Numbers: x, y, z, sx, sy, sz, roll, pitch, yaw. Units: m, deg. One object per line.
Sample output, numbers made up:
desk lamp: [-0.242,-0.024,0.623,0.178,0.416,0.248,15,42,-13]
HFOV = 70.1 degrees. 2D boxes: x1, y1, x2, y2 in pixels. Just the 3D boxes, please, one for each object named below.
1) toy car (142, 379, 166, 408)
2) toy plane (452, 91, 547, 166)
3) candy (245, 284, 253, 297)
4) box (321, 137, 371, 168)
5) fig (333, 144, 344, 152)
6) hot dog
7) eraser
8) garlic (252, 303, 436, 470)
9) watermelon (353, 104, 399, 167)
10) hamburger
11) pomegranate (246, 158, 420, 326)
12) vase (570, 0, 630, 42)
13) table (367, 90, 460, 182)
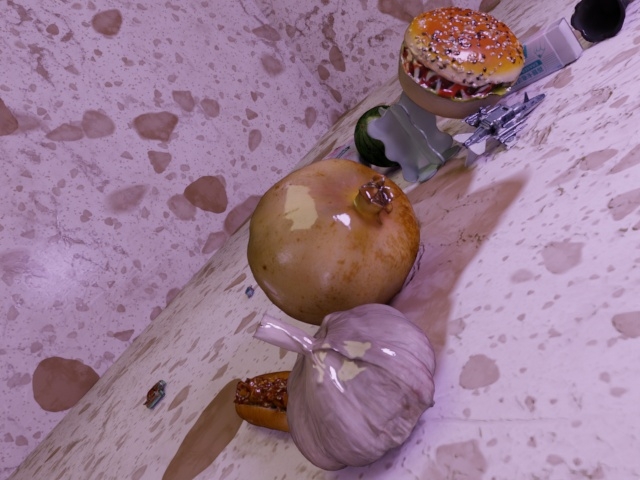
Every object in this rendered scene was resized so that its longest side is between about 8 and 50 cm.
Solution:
toy car: [-0.489,0.449,1.348,0.059,0.035,0.122,-48,17,-4]
toy plane: [0.389,-0.261,0.982,0.234,0.082,0.160,-42,42,6]
candy: [-0.234,0.168,1.493,0.030,0.020,0.083,-41,17,6]
box: [0.071,-0.193,1.460,0.190,0.112,0.370,-33,23,24]
fig: [0.074,-0.285,1.753,0.184,0.127,0.133,-39,29,-1]
hot dog: [-0.080,0.259,0.761,0.102,0.076,0.249,-48,15,-32]
eraser: [0.510,-0.441,1.126,0.052,0.096,0.225,-50,16,-29]
garlic: [0.016,0.151,0.562,0.218,0.212,0.219,-44,17,17]
watermelon: [0.207,-0.314,1.400,0.188,0.214,0.188,-27,55,47]
hamburger: [0.327,-0.426,1.068,0.300,0.300,0.176,-52,-14,-30]
pomegranate: [0.028,-0.002,0.799,0.319,0.319,0.319,-39,16,13]
vase: [0.677,-0.559,1.039,0.237,0.116,0.115,-44,14,-25]
table: [0.230,-0.268,1.166,0.166,0.198,0.167,-39,16,14]
